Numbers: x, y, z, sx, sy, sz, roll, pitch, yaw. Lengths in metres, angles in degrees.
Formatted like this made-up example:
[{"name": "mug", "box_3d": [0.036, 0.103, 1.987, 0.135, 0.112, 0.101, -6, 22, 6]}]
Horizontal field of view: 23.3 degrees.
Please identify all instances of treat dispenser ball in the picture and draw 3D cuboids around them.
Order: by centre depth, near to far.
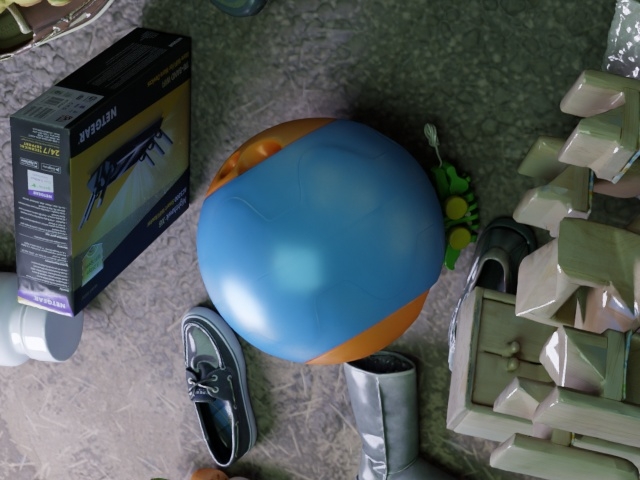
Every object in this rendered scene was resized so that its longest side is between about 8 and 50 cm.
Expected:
[{"name": "treat dispenser ball", "box_3d": [0.000, 0.000, 1.804, 0.288, 0.288, 0.288, 11, 119, 19]}]

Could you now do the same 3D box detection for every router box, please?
[{"name": "router box", "box_3d": [-0.255, -0.089, 1.861, 0.081, 0.309, 0.243, 14, 121, 17]}]

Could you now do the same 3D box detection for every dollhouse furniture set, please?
[{"name": "dollhouse furniture set", "box_3d": [0.317, 0.092, 1.637, 0.256, 0.362, 0.394, 13, 151, -8]}]

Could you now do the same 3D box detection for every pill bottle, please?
[{"name": "pill bottle", "box_3d": [-0.453, 0.107, 2.162, 0.229, 0.131, 0.131, 4, 117, 23]}]

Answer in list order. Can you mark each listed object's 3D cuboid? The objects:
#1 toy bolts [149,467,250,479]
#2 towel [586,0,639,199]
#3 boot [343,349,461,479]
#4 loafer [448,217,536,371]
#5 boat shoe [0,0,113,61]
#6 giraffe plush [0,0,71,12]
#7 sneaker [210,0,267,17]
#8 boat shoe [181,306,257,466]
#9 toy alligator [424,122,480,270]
[{"name": "toy bolts", "box_3d": [-0.142, 0.455, 2.176, 0.158, 0.218, 0.228, -13, 128, 23]}, {"name": "towel", "box_3d": [0.378, -0.140, 1.656, 0.187, 0.049, 0.282, 30, 143, 18]}, {"name": "boot", "box_3d": [0.119, 0.250, 2.022, 0.189, 0.076, 0.208, 8, 112, 18]}, {"name": "loafer", "box_3d": [0.198, 0.103, 1.891, 0.096, 0.084, 0.267, 16, 121, 16]}, {"name": "boat shoe", "box_3d": [-0.346, -0.286, 1.929, 0.257, 0.095, 0.095, -29, 101, 33]}, {"name": "giraffe plush", "box_3d": [-0.384, -0.308, 1.815, 0.170, 0.210, 0.181, -27, 111, -8]}, {"name": "sneaker", "box_3d": [-0.179, -0.369, 1.794, 0.300, 0.121, 0.111, 46, 125, -4]}, {"name": "boat shoe", "box_3d": [-0.147, 0.204, 2.106, 0.080, 0.076, 0.228, 0, 116, 24]}, {"name": "toy alligator", "box_3d": [0.161, -0.055, 1.850, 0.051, 0.056, 0.190, -15, 114, -15]}]
